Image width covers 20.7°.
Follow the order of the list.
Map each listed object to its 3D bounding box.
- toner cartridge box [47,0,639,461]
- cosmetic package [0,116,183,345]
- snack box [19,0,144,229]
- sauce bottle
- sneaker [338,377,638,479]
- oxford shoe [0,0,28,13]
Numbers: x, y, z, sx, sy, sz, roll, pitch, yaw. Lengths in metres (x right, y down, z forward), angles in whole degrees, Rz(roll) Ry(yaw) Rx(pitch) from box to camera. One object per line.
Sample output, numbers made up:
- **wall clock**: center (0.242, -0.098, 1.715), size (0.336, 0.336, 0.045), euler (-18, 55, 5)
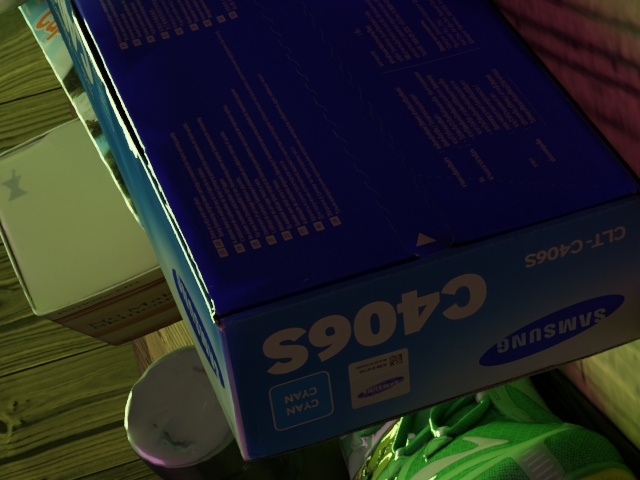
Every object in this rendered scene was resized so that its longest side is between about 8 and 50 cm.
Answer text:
- **toner cartridge box**: center (-0.011, -0.066, 0.756), size (0.348, 0.165, 0.075), euler (-118, 15, -49)
- **cosmetic package**: center (-0.153, -0.008, 1.417), size (0.296, 0.153, 0.129), euler (52, -164, -80)
- **snack box**: center (-0.081, -0.042, 1.069), size (0.187, 0.060, 0.322), euler (53, -179, -37)
- **sauce bottle**: center (-0.007, 0.167, 0.987), size (0.111, 0.111, 0.344), euler (65, -177, 37)
- **sneaker**: center (0.054, 0.088, 0.802), size (0.295, 0.109, 0.123), euler (-176, 66, -79)
- **oxford shoe**: center (-0.166, -0.288, 0.959), size (0.449, 0.130, 0.169), euler (-51, 51, 44)
